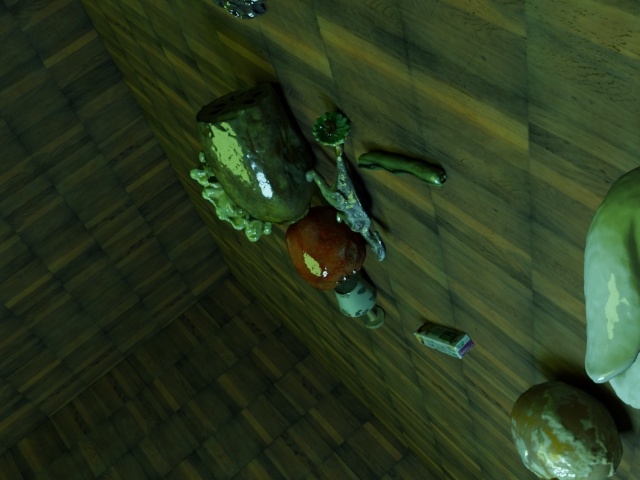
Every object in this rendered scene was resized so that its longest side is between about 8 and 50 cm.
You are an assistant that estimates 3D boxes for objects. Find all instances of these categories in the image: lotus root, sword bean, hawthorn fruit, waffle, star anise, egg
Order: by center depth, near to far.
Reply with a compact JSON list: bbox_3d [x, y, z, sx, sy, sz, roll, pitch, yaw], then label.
[{"bbox_3d":[0.471,0.376,1.425,0.233,0.195,0.195,25,150,52],"label":"egg"},{"bbox_3d":[0.153,-0.143,1.434,0.269,0.038,0.043,24,144,57],"label":"sword bean"},{"bbox_3d":[-0.201,-0.535,1.439,0.223,0.109,0.236,45,166,38],"label":"star anise"},{"bbox_3d":[-0.145,-0.196,1.788,0.250,0.250,0.346,29,153,55],"label":"lotus root"},{"bbox_3d":[0.000,0.000,1.933,0.253,0.205,0.205,56,167,14],"label":"hawthorn fruit"},{"bbox_3d":[-0.192,-0.168,1.965,0.317,0.297,0.073,50,142,-16],"label":"waffle"}]

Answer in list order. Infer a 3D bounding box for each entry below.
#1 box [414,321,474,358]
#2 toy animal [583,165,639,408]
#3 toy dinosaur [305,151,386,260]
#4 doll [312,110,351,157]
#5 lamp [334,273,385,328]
[{"bbox_3d":[0.311,0.251,1.864,0.041,0.050,0.207,54,165,-15],"label":"box"},{"bbox_3d":[0.411,0.039,0.811,0.206,0.271,0.265,-25,-80,-78],"label":"toy animal"},{"bbox_3d":[0.074,-0.083,1.735,0.294,0.077,0.162,53,165,-21],"label":"toy dinosaur"},{"bbox_3d":[0.039,-0.230,1.562,0.113,0.076,0.078,14,-123,-66],"label":"doll"},{"bbox_3d":[0.116,0.181,2.150,0.121,0.121,0.215,37,169,42],"label":"lamp"}]
